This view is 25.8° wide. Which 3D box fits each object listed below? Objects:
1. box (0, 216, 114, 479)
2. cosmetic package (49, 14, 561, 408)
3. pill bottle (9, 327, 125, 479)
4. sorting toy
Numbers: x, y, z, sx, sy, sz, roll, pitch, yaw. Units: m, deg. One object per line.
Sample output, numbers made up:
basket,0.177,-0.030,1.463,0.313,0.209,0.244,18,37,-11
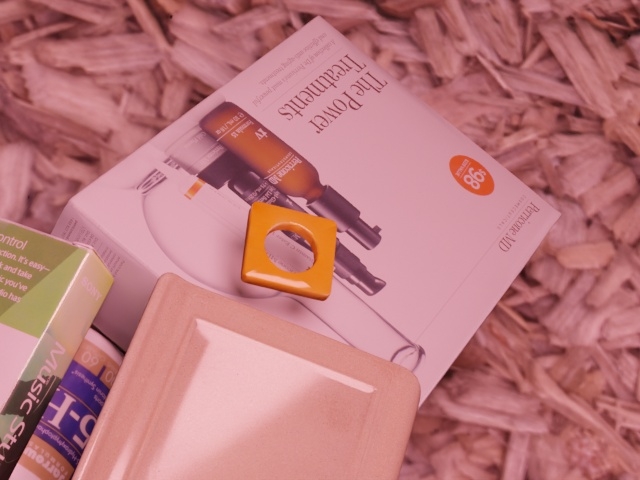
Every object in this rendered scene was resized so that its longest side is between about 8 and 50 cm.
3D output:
box,-0.313,0.116,0.938,0.232,0.058,0.322,19,71,20
cosmetic package,0.000,0.000,1.118,0.284,0.097,0.377,41,41,3
pill bottle,-0.219,0.154,1.004,0.112,0.112,0.186,26,55,0
sorting toy,-0.044,0.132,0.896,0.196,0.047,0.347,24,55,-7
